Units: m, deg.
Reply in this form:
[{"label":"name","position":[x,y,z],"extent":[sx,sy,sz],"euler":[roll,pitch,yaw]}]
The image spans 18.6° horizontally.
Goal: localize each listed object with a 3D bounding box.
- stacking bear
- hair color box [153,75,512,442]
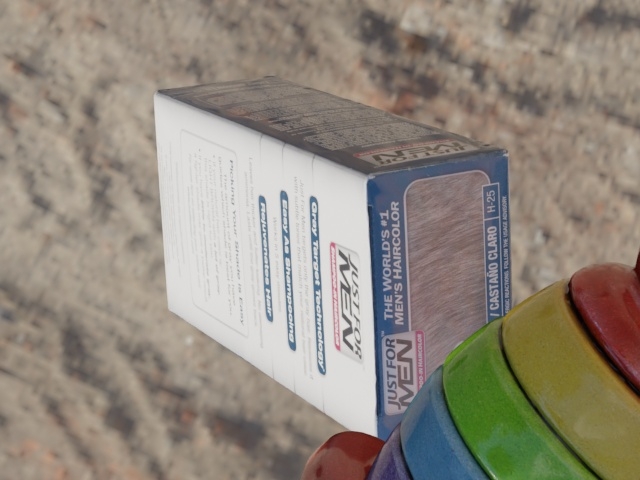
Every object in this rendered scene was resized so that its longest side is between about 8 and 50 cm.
[{"label":"stacking bear","position":[0.140,0.080,0.916],"extent":[0.175,0.164,0.289],"euler":[42,109,0]},{"label":"hair color box","position":[0.000,0.000,1.319],"extent":[0.347,0.105,0.174],"euler":[-153,57,-61]}]
